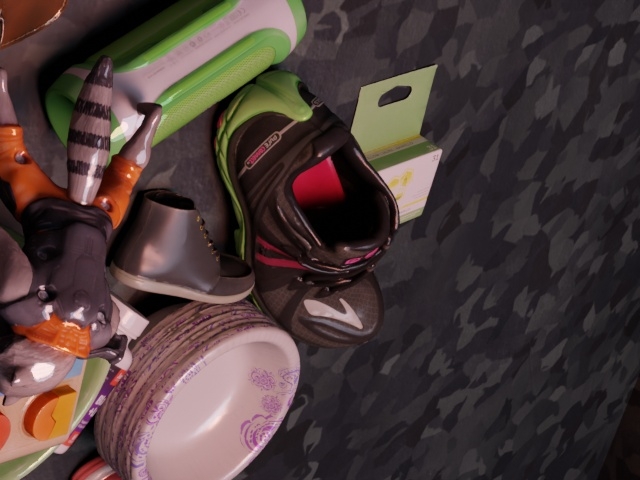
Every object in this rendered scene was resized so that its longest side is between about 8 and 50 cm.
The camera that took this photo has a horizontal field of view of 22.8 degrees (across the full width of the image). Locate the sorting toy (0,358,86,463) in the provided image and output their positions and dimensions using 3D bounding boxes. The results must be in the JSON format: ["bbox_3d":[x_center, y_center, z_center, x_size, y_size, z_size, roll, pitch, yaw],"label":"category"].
[{"bbox_3d":[-0.317,0.160,1.670,0.193,0.038,0.208,-13,130,-50],"label":"sorting toy"}]

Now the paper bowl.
[{"bbox_3d":[-0.175,0.196,2.092,0.284,0.148,0.284,-31,142,-29],"label":"paper bowl"}]

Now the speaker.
[{"bbox_3d":[-0.156,-0.195,1.757,0.296,0.131,0.131,-37,146,-27],"label":"speaker"}]

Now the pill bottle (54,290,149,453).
[{"bbox_3d":[-0.296,0.151,1.921,0.193,0.108,0.108,-53,150,-2],"label":"pill bottle"}]

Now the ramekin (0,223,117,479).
[{"bbox_3d":[-0.383,0.124,1.729,0.303,0.148,0.303,-36,145,-30],"label":"ramekin"}]

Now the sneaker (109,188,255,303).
[{"bbox_3d":[-0.150,0.008,1.993,0.222,0.083,0.118,7,114,-47],"label":"sneaker"}]

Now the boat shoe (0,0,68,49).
[{"bbox_3d":[-0.347,-0.197,1.501,0.307,0.104,0.110,-25,139,-41],"label":"boat shoe"}]

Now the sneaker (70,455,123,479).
[{"bbox_3d":[-0.321,0.448,2.157,0.116,0.136,0.314,6,115,-56],"label":"sneaker"}]

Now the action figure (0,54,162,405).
[{"bbox_3d":[-0.289,-0.011,1.514,0.341,0.178,0.330,16,69,-38],"label":"action figure"}]

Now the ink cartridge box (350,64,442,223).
[{"bbox_3d":[0.103,-0.123,2.274,0.171,0.056,0.235,-21,138,-43],"label":"ink cartridge box"}]

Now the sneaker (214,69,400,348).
[{"bbox_3d":[0.000,0.000,2.068,0.185,0.202,0.483,-42,142,-18],"label":"sneaker"}]
